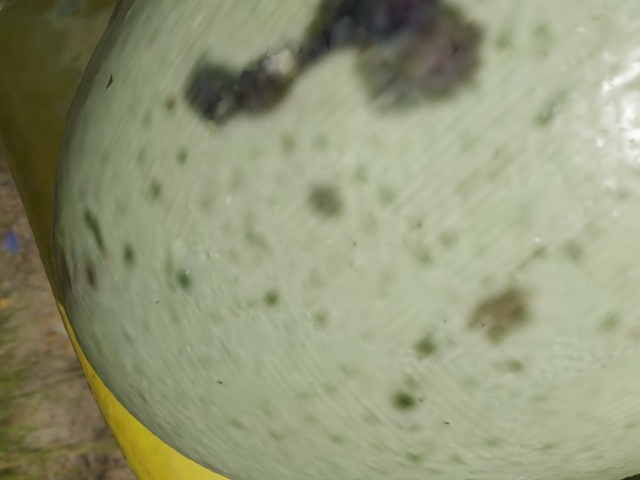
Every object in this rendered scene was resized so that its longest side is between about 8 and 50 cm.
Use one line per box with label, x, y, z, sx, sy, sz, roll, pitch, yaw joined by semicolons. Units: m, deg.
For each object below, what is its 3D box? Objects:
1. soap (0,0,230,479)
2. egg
soap;-0.001;0.001;0.860;0.427;0.306;0.115;62;-17;20
egg;0.064;-0.040;0.589;0.287;0.379;0.287;34;40;-35
